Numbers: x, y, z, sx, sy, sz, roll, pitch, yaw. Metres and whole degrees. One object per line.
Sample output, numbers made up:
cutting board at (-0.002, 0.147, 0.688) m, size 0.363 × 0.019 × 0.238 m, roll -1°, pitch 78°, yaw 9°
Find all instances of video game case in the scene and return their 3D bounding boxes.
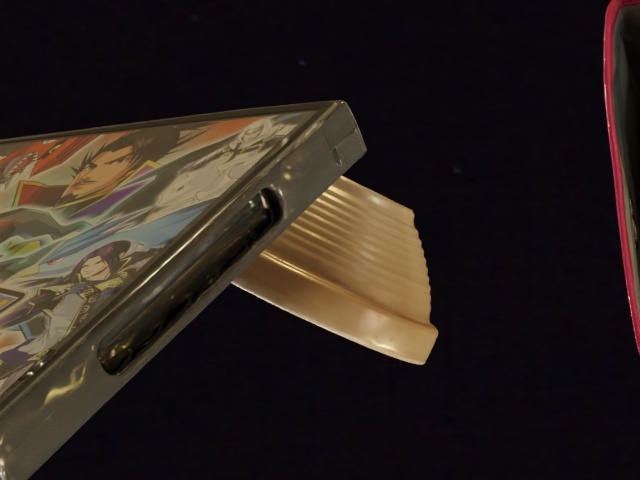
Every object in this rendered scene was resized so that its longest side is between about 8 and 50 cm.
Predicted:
video game case at (-0.152, 0.020, 0.809) m, size 0.275 × 0.248 × 0.035 m, roll -3°, pitch -60°, yaw 42°

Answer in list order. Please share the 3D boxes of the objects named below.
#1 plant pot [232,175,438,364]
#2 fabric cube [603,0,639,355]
plant pot at (0.000, 0.000, 1.418) m, size 0.237 × 0.237 × 0.109 m, roll 28°, pitch -88°, yaw 25°
fabric cube at (0.319, 0.007, 1.075) m, size 0.259 × 0.258 × 0.254 m, roll -7°, pitch -122°, yaw 12°
